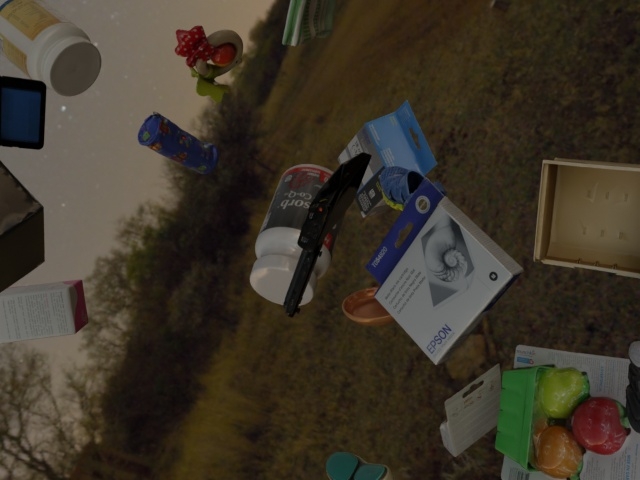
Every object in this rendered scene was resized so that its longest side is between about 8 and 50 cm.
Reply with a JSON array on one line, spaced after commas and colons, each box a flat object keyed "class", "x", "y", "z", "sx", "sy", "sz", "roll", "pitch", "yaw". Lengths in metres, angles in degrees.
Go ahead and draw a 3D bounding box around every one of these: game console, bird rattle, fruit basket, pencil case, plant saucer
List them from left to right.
[{"class": "game console", "x": -0.491, "y": -0.189, "z": 0.990, "sx": 0.107, "sy": 0.071, "sz": 0.122, "roll": -61, "pitch": -10, "yaw": -59}, {"class": "pencil case", "x": -0.501, "y": -0.342, "z": 2.253, "sx": 0.119, "sy": 0.306, "sz": 0.133, "roll": -27, "pitch": 58, "yaw": 28}, {"class": "bird rattle", "x": -0.328, "y": -0.559, "z": 1.912, "sx": 0.207, "sy": 0.143, "sz": 0.253, "roll": -36, "pitch": -28, "yaw": -17}, {"class": "game console", "x": 0.000, "y": 0.000, "z": 1.274, "sx": 0.213, "sy": 0.044, "sz": 0.361, "roll": -51, "pitch": -14, "yaw": -51}, {"class": "plant saucer", "x": 0.162, "y": 0.187, "z": 1.799, "sx": 0.200, "sy": 0.200, "sz": 0.037, "roll": -97, "pitch": -2, "yaw": -70}, {"class": "fruit basket", "x": 0.577, "y": 0.413, "z": 1.419, "sx": 0.353, "sy": 0.165, "sz": 0.327, "roll": 0, "pitch": 78, "yaw": 44}]

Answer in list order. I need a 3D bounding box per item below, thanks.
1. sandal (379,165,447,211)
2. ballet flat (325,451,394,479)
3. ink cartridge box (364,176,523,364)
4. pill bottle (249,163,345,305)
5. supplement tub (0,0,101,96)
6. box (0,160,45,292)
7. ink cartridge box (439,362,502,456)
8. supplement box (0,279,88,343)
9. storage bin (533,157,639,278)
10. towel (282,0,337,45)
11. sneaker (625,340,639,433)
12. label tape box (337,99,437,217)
[{"class": "sandal", "x": 0.246, "y": -0.129, "z": 1.640, "sx": 0.317, "sy": 0.126, "sz": 0.138, "roll": 50, "pitch": 162, "yaw": 53}, {"class": "ballet flat", "x": 0.096, "y": 0.550, "z": 1.466, "sx": 0.248, "sy": 0.086, "sz": 0.086, "roll": -14, "pitch": 54, "yaw": 62}, {"class": "ink cartridge box", "x": 0.180, "y": 0.050, "z": 1.040, "sx": 0.045, "sy": 0.224, "sz": 0.223, "roll": -13, "pitch": -38, "yaw": -45}, {"class": "pill bottle", "x": -0.056, "y": -0.016, "z": 1.734, "sx": 0.210, "sy": 0.210, "sz": 0.363, "roll": 123, "pitch": 167, "yaw": -52}, {"class": "supplement tub", "x": -0.561, "y": -0.398, "z": 1.300, "sx": 0.144, "sy": 0.199, "sz": 0.144, "roll": -45, "pitch": -19, "yaw": -20}, {"class": "box", "x": -0.501, "y": -0.043, "z": 0.927, "sx": 0.103, "sy": 0.184, "sz": 0.261, "roll": -45, "pitch": 3, "yaw": -29}, {"class": "ink cartridge box", "x": 0.394, "y": 0.434, "z": 1.669, "sx": 0.066, "sy": 0.189, "sz": 0.232, "roll": 35, "pitch": 150, "yaw": 53}, {"class": "supplement box", "x": -0.657, "y": 0.161, "z": 1.443, "sx": 0.111, "sy": 0.220, "sz": 0.114, "roll": -124, "pitch": 26, "yaw": -83}, {"class": "storage bin", "x": 0.645, "y": -0.051, "z": 1.464, "sx": 0.123, "sy": 0.262, "sz": 0.260, "roll": -23, "pitch": -62, "yaw": -56}, {"class": "towel", "x": 0.001, "y": -0.548, "z": 1.366, "sx": 0.325, "sy": 0.038, "sz": 0.248, "roll": -56, "pitch": -18, "yaw": -63}, {"class": "sneaker", "x": 0.633, "y": 0.293, "z": 1.114, "sx": 0.268, "sy": 0.101, "sz": 0.153, "roll": -120, "pitch": 35, "yaw": -70}, {"class": "label tape box", "x": 0.203, "y": -0.257, "z": 2.056, "sx": 0.334, "sy": 0.105, "sz": 0.241, "roll": -47, "pitch": 62, "yaw": 56}]
